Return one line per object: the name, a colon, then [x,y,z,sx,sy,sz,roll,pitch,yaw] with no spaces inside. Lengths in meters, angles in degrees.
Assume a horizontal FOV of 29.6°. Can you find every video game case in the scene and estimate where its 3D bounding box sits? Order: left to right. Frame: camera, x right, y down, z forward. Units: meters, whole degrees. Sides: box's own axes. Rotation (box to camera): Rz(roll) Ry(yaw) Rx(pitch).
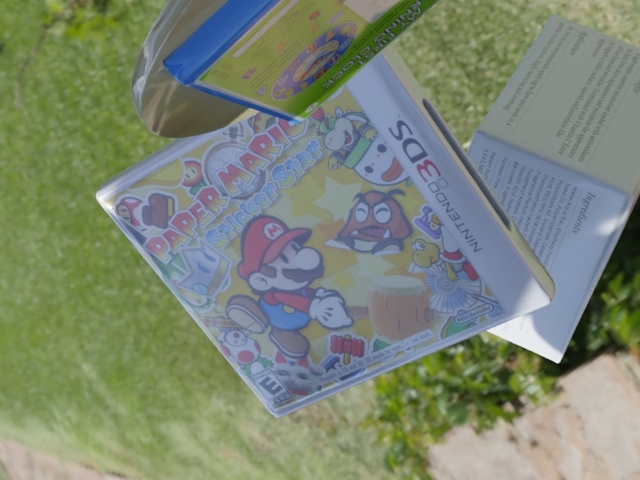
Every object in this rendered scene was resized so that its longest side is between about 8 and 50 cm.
video game case: [0.000,0.000,0.775,0.227,0.026,0.206,-26,111,29]

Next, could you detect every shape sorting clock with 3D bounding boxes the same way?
shape sorting clock: [0.013,-0.110,0.450,0.040,0.206,0.206,52,151,12]

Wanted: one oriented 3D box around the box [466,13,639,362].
box: [0.179,-0.041,0.923,0.119,0.181,0.182,24,135,13]
